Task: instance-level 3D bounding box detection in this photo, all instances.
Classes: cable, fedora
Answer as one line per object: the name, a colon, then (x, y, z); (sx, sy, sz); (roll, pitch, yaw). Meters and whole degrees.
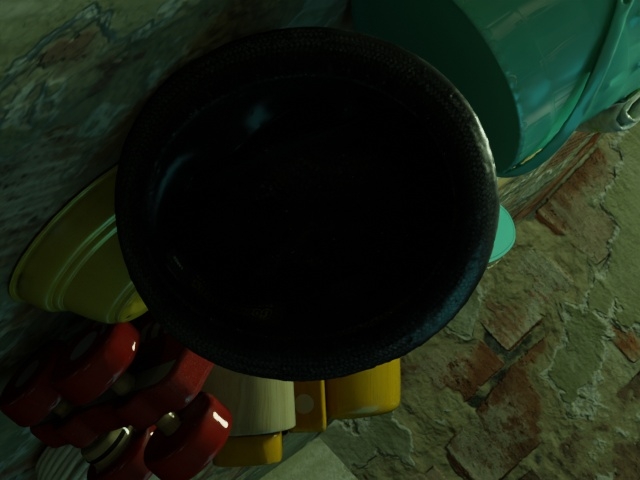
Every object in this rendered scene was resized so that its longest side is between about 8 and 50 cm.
cable: (-0.278, 0.268, 2.035); (0.257, 0.089, 0.257); (-42, 168, -12)
fedora: (-0.008, -0.037, 1.299); (0.334, 0.334, 0.152); (-46, 180, 11)

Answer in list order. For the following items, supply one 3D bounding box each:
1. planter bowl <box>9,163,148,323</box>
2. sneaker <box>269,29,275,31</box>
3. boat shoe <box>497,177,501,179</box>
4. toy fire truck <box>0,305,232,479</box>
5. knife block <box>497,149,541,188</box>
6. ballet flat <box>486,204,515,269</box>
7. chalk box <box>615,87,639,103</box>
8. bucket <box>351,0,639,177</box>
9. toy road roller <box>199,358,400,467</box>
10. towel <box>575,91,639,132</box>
planter bowl: (-0.184, 0.014, 1.400); (0.217, 0.090, 0.217); (-42, 169, -10)
sneaker: (-0.038, -0.133, 1.419); (0.094, 0.081, 0.208); (-44, 158, 5)
boat shoe: (0.284, -0.215, 2.189); (0.355, 0.132, 0.130); (-47, 163, -35)
toy fire truck: (-0.186, 0.123, 1.572); (0.302, 0.169, 0.254); (-23, -152, 49)
knife block: (0.266, -0.118, 2.534); (0.242, 0.088, 0.275); (-43, 170, 4)
ballet flat: (0.167, 0.013, 2.590); (0.182, 0.164, 0.483); (-25, 175, 32)
chalk box: (0.288, -0.268, 1.670); (0.180, 0.179, 0.289); (-41, -167, -11)
bucket: (0.174, -0.207, 1.422); (0.183, 0.281, 0.281); (-36, 167, -20)
toy road roller: (-0.022, 0.147, 1.774); (0.240, 0.202, 0.329); (-3, -179, 2)
towel: (0.371, -0.269, 1.912); (0.320, 0.090, 0.374); (-40, -157, -18)
